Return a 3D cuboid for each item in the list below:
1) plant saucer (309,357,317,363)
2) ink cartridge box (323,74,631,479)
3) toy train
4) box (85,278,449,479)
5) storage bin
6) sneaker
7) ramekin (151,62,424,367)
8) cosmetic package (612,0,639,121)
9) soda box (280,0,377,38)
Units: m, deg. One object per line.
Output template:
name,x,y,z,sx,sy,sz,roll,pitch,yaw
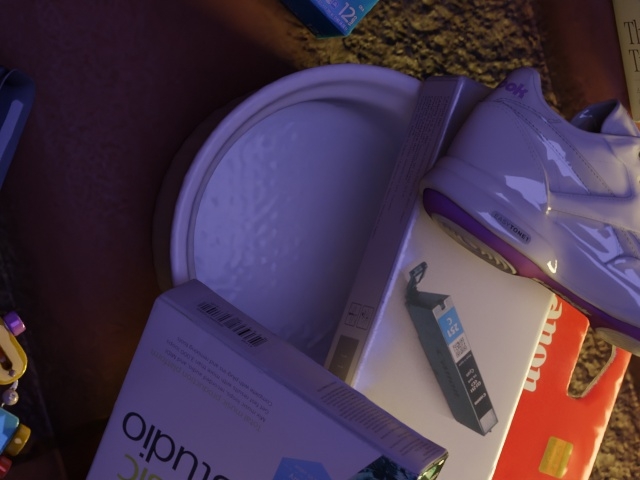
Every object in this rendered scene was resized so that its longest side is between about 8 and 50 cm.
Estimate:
plant saucer,-0.029,0.124,1.350,0.083,0.013,0.083,-2,95,-19
ink cartridge box,0.151,0.057,1.381,0.261,0.066,0.296,21,86,-24
toy train,-0.286,0.107,1.384,0.125,0.046,0.166,-7,94,-17
box,-0.070,0.222,1.323,0.058,0.232,0.322,-26,144,-56
storage bin,-0.282,-0.075,1.351,0.091,0.098,0.135,21,88,7
sneaker,0.222,-0.009,1.308,0.305,0.114,0.152,33,82,-23
ramekin,0.000,0.000,1.429,0.277,0.135,0.277,-2,95,-19
cosmetic package,0.350,-0.234,1.407,0.097,0.377,0.284,-12,98,-19
soda box,-0.041,-0.254,1.426,0.210,0.071,0.067,44,80,-18
